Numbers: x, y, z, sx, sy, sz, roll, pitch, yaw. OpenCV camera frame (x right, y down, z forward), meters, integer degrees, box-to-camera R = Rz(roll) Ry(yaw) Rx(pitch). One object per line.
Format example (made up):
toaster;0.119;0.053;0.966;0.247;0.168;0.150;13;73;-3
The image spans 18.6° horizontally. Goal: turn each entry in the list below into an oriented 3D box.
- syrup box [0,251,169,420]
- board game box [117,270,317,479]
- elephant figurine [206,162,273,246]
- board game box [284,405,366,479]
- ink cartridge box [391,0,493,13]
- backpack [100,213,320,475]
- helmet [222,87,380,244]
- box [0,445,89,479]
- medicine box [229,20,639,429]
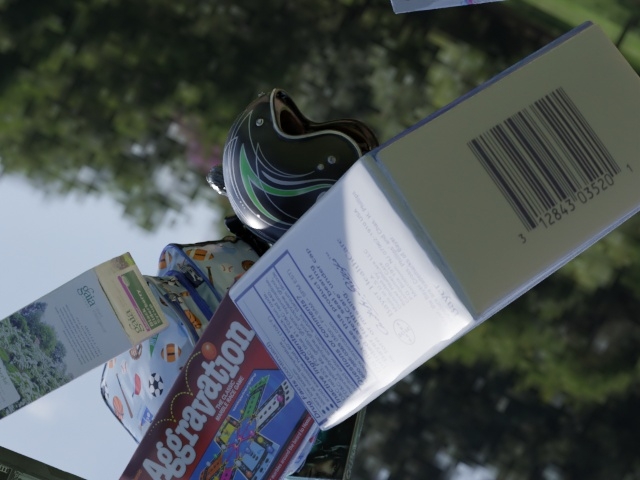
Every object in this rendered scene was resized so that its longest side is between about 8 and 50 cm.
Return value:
syrup box;-0.286;0.110;2.054;0.093;0.237;0.096;61;-159;0
board game box;-0.087;0.181;1.927;0.145;0.281;0.027;39;-151;16
elephant figurine;0.000;0.000;2.308;0.239;0.186;0.169;59;-168;-58
board game box;-0.005;0.213;2.436;0.126;0.186;0.026;2;154;23
ink cartridge box;0.167;-0.337;2.072;0.212;0.154;0.093;-3;-146;22
backpack;-0.114;0.152;2.264;0.213;0.276;0.263;-17;-135;-41
helmet;-0.026;-0.075;2.109;0.161;0.169;0.169;11;-177;9
box;-0.313;0.319;1.866;0.183;0.233;0.059;21;158;-4
medicine box;0.108;-0.008;1.568;0.149;0.263;0.289;55;148;4
